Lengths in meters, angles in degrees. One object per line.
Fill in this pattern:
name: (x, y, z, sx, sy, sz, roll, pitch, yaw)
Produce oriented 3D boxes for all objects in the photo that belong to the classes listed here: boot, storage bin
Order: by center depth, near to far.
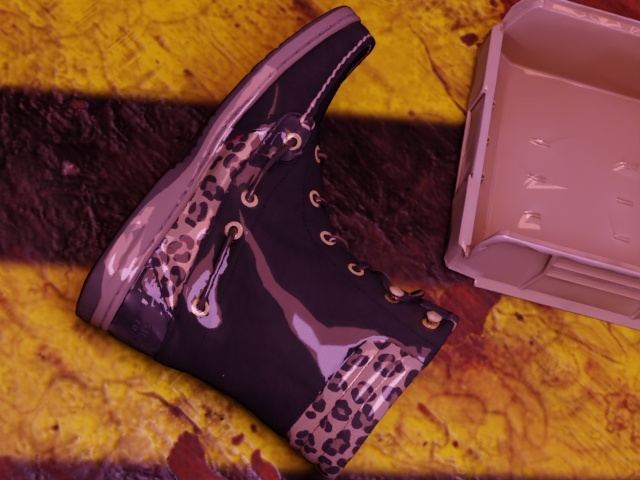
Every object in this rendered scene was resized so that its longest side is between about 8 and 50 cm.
boot: (0.000, 0.000, 1.611, 0.284, 0.138, 0.377, 38, 67, 4)
storage bin: (0.270, -0.070, 1.723, 0.260, 0.123, 0.262, 15, 65, -9)
